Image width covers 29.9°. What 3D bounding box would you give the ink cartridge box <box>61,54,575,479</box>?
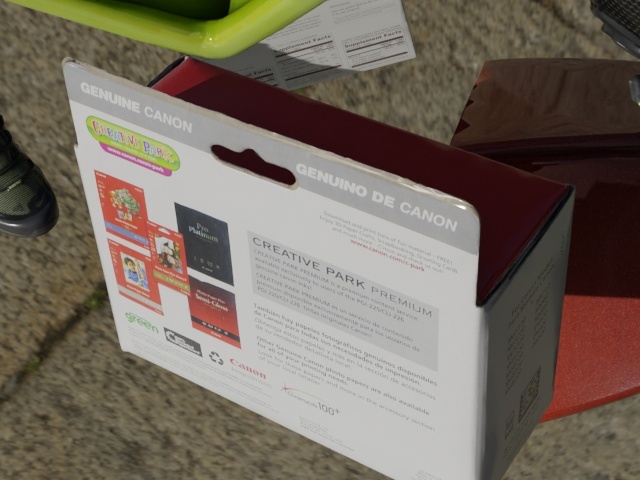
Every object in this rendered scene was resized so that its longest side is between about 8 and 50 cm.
[{"bbox_3d":[0.000,0.000,0.801,0.309,0.272,0.130,22,48,26],"label":"ink cartridge box"}]

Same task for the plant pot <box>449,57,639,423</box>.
[{"bbox_3d":[0.273,-0.022,1.071,0.236,0.267,0.267,-9,112,19],"label":"plant pot"}]

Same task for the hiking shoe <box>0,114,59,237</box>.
[{"bbox_3d":[-0.364,-0.098,1.273,0.086,0.114,0.227,-39,77,-15],"label":"hiking shoe"}]

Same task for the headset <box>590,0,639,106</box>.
[{"bbox_3d":[0.175,-0.155,0.446,0.243,0.394,0.185,-41,61,-8],"label":"headset"}]

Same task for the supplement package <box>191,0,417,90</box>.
[{"bbox_3d":[-0.034,-0.314,1.498,0.262,0.145,0.204,-14,58,7],"label":"supplement package"}]

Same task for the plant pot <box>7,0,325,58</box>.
[{"bbox_3d":[-0.074,-0.221,0.443,0.228,0.227,0.207,13,73,-29],"label":"plant pot"}]
